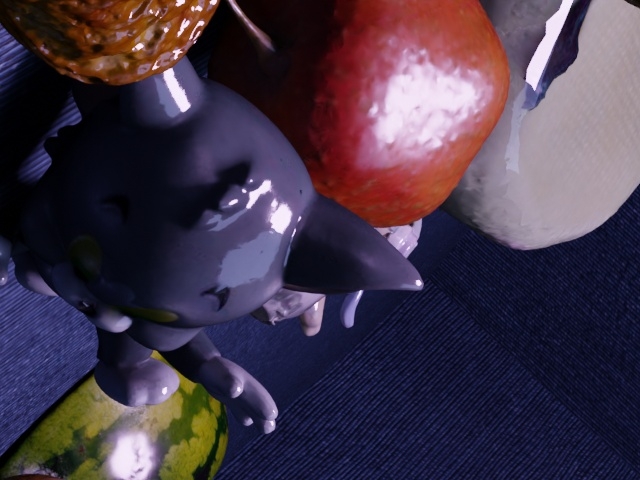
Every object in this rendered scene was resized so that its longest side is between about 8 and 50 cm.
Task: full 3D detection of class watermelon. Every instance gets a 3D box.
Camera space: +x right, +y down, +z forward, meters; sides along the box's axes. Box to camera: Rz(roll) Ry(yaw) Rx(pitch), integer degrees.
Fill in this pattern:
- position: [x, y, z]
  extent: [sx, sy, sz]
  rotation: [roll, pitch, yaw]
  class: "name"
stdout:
- position: [-0.159, 0.181, 1.608]
  extent: [0.303, 0.128, 0.159]
  rotation: [-41, 172, -39]
  class: "watermelon"

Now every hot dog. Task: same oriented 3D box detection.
- position: [-0.074, -0.113, 0.675]
  extent: [0.099, 0.065, 0.147]
  rotation: [-45, 162, -12]
  class: "hot dog"

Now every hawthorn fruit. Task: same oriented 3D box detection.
- position: [0.004, -0.086, 0.999]
  extent: [0.162, 0.162, 0.203]
  rotation: [-50, 159, 26]
  class: "hawthorn fruit"

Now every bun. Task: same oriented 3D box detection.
- position: [0.138, -0.146, 1.321]
  extent: [0.293, 0.187, 0.293]
  rotation: [-34, 140, -34]
  class: "bun"

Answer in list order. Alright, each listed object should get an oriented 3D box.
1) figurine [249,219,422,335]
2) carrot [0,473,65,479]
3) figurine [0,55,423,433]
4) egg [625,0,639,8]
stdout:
- position: [0.000, 0.000, 1.590]
  extent: [0.184, 0.128, 0.208]
  rotation: [-45, -178, -34]
  class: "figurine"
- position: [-0.265, 0.259, 1.373]
  extent: [0.196, 0.196, 0.254]
  rotation: [-47, 162, 7]
  class: "carrot"
- position: [-0.075, 0.005, 0.942]
  extent: [0.140, 0.193, 0.265]
  rotation: [-47, -174, -9]
  class: "figurine"
- position: [0.184, -0.224, 0.837]
  extent: [0.238, 0.238, 0.289]
  rotation: [-45, 135, -12]
  class: "egg"
